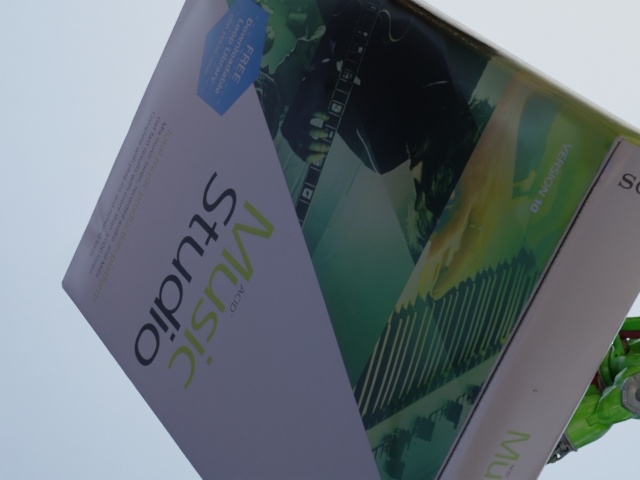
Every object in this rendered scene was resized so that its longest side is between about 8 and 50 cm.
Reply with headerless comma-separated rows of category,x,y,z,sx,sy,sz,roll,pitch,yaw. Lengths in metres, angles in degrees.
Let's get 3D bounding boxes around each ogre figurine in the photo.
ogre figurine,0.226,0.109,1.121,0.197,0.118,0.096,2,-112,-48

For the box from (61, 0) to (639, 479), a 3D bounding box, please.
box,0.000,0.000,0.666,0.058,0.232,0.322,15,-163,-38
